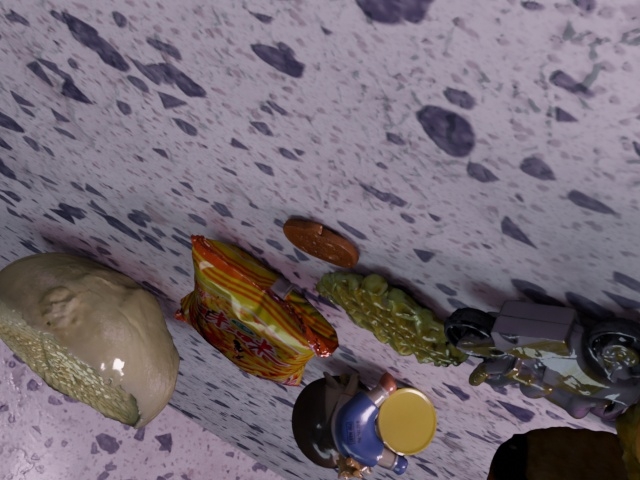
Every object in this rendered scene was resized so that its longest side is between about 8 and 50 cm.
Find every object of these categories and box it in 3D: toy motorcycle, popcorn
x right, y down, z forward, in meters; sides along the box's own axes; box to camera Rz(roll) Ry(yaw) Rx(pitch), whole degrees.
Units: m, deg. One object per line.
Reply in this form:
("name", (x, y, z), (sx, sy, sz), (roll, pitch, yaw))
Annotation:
("toy motorcycle", (0.234, 0.120, 1.004), (0.225, 0.073, 0.152), (-1, 138, 42))
("popcorn", (0.342, 0.206, 1.022), (0.116, 0.106, 0.120), (20, 161, 0))

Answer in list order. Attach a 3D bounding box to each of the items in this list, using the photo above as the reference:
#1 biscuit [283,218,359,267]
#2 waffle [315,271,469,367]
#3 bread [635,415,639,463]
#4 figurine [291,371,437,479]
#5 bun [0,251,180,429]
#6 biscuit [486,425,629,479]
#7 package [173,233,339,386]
("biscuit", (0.000, 0.000, 1.127), (0.091, 0.015, 0.078), (22, 158, 19))
("waffle", (0.083, 0.090, 1.206), (0.183, 0.036, 0.169), (39, 162, -20))
("bread", (0.354, 0.183, 0.921), (0.149, 0.122, 0.073), (31, 164, 0))
("figurine", (0.048, 0.274, 1.564), (0.158, 0.161, 0.275), (-2, 177, -25))
("bun", (-0.388, 0.151, 1.789), (0.364, 0.202, 0.364), (29, 156, 14))
("biscuit", (0.323, 0.272, 1.047), (0.318, 0.040, 0.318), (11, -165, -3))
("package", (-0.089, 0.095, 1.371), (0.223, 0.108, 0.288), (35, 154, 1))
